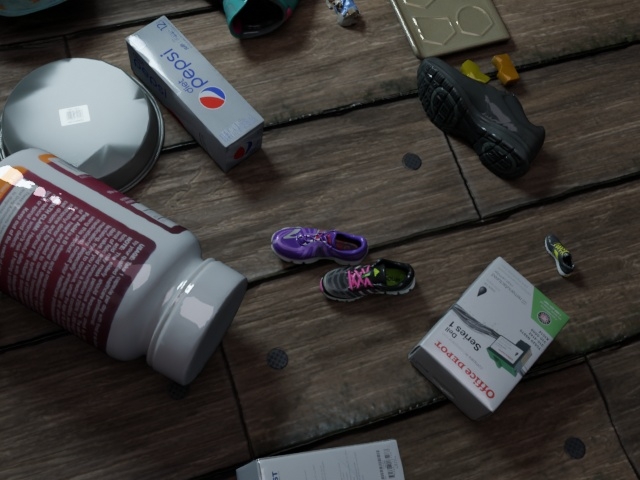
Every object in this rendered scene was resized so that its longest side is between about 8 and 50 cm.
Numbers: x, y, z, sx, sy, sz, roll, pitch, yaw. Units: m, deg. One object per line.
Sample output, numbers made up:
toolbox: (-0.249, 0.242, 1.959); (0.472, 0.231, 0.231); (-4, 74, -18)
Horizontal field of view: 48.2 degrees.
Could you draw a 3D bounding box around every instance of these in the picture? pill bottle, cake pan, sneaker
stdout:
pill bottle: (-0.325, 0.044, 1.098); (0.392, 0.224, 0.224); (29, 68, 6)
cake pan: (-0.430, -0.205, 1.274); (0.293, 0.054, 0.293); (2, 68, -6)
sneaker: (0.304, -0.248, 1.362); (0.286, 0.109, 0.130); (45, 64, 1)
sneaker: (0.438, 0.023, 1.297); (0.031, 0.035, 0.083); (-19, 72, -14)
sneaker: (0.000, 0.000, 1.235); (0.169, 0.071, 0.068); (2, 68, -5)
sneaker: (0.084, 0.063, 1.218); (0.170, 0.075, 0.063); (-3, 69, -8)
sneaker: (-0.179, -0.481, 1.381); (0.295, 0.124, 0.179); (9, 58, -5)

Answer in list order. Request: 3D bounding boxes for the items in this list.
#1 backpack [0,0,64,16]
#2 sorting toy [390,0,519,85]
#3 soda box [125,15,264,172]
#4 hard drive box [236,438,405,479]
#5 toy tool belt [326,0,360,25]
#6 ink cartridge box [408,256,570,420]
backpack: (-0.548, -0.533, 1.313); (0.225, 0.191, 0.254); (-20, 64, -8)
sorting toy: (0.270, -0.431, 1.457); (0.228, 0.041, 0.307); (-15, 71, -17)
soda box: (-0.228, -0.265, 1.297); (0.091, 0.098, 0.286); (-39, 78, -20)
hard drive box: (0.012, 0.397, 1.031); (0.232, 0.089, 0.181); (1, 65, -28)
toy tool belt: (0.047, -0.476, 1.437); (0.052, 0.051, 0.083); (-25, 73, -15)
ink cartridge box: (0.278, 0.164, 1.192); (0.160, 0.093, 0.219); (42, 69, 10)
